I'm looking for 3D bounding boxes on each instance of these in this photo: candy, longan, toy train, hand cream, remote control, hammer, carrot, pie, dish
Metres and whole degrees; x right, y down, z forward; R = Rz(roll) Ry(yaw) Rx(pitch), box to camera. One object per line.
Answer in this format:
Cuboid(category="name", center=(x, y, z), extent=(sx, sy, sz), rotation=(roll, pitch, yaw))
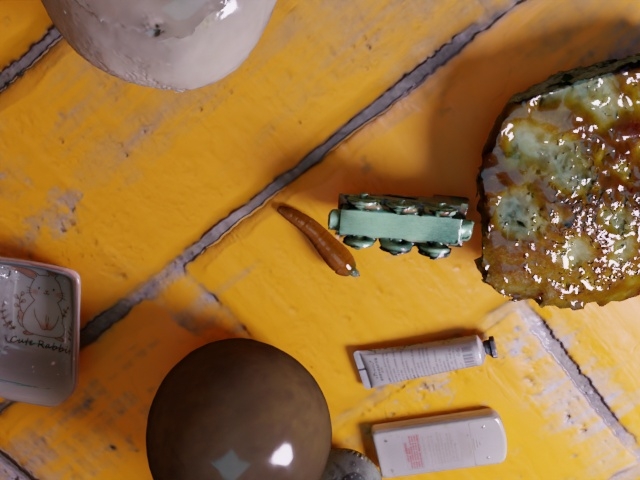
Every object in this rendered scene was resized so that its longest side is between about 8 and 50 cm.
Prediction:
Cuboid(category="candy", center=(-0.173, -0.304, 0.744), extent=(0.296, 0.185, 0.295), rotation=(1, 96, 13))
Cuboid(category="longan", center=(-0.108, 0.255, 0.915), extent=(0.258, 0.258, 0.257), rotation=(1, 110, 4))
Cuboid(category="toy train", center=(0.099, -0.025, 0.861), extent=(0.176, 0.118, 0.074), rotation=(5, 105, 7))
Cuboid(category="hand cream", center=(0.147, 0.164, 0.964), extent=(0.195, 0.042, 0.067), rotation=(-12, 116, 14))
Cuboid(category="remote control", center=(0.174, 0.296, 1.011), extent=(0.190, 0.029, 0.087), rotation=(-11, 109, 9))
Cuboid(category="hammer", center=(0.031, 0.465, 1.023), extent=(0.113, 0.202, 0.305), rotation=(9, 131, 26))
Cuboid(category="carrot", center=(0.000, 0.000, 0.919), extent=(0.142, 0.035, 0.035), rotation=(45, 107, -3))
Cuboid(category="pie", center=(0.343, -0.064, 0.829), extent=(0.355, 0.103, 0.288), rotation=(-20, 107, 7))
Cuboid(category="dish", center=(-0.405, 0.126, 0.978), extent=(0.154, 0.064, 0.234), rotation=(9, 109, 1))
